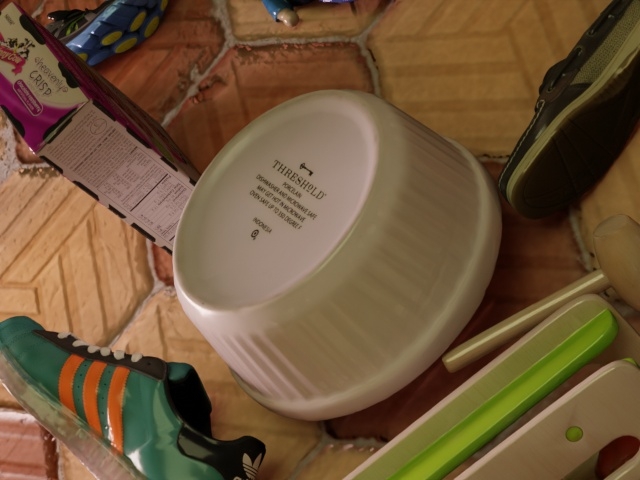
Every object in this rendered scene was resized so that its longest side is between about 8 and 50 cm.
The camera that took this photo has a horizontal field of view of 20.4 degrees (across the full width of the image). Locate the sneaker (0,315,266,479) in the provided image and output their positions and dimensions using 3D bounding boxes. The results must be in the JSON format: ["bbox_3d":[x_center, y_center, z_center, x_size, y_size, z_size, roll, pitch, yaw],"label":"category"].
[{"bbox_3d":[-0.164,0.139,1.519,0.302,0.108,0.121,38,87,31],"label":"sneaker"}]

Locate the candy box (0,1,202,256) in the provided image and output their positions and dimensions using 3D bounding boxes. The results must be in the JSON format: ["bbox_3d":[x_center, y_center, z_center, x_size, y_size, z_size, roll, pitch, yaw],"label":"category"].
[{"bbox_3d":[-0.193,-0.091,1.570,0.071,0.233,0.159,-44,52,4],"label":"candy box"}]

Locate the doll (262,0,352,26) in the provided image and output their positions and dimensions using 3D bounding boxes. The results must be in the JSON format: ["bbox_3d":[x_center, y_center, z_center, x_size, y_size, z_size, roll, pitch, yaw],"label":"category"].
[{"bbox_3d":[-0.008,-0.263,1.670,0.189,0.046,0.129,5,77,40],"label":"doll"}]

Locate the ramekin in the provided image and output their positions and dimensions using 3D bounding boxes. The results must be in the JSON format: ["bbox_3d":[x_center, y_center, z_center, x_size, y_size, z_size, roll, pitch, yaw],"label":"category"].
[{"bbox_3d":[0.000,0.000,1.438,0.273,0.127,0.273,-26,43,27],"label":"ramekin"}]

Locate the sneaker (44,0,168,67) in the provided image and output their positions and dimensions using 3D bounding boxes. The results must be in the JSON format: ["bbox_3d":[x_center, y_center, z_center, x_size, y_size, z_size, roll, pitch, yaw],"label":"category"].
[{"bbox_3d":[-0.233,-0.210,1.764,0.188,0.067,0.078,-34,59,15],"label":"sneaker"}]

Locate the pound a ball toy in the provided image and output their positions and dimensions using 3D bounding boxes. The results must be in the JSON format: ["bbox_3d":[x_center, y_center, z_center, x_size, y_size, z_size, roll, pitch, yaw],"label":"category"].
[{"bbox_3d":[0.158,0.152,1.316,0.319,0.136,0.208,-39,19,12],"label":"pound a ball toy"}]

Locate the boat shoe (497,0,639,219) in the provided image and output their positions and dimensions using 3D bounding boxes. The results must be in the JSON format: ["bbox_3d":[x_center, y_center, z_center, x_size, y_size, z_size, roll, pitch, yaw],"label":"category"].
[{"bbox_3d":[0.214,-0.114,1.442,0.223,0.080,0.073,-50,46,-8],"label":"boat shoe"}]
